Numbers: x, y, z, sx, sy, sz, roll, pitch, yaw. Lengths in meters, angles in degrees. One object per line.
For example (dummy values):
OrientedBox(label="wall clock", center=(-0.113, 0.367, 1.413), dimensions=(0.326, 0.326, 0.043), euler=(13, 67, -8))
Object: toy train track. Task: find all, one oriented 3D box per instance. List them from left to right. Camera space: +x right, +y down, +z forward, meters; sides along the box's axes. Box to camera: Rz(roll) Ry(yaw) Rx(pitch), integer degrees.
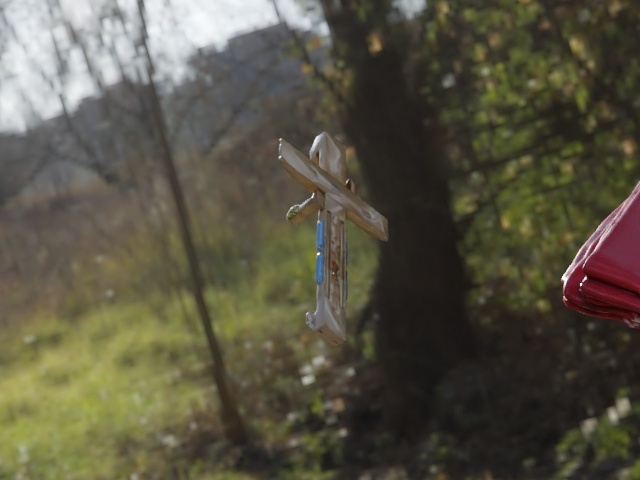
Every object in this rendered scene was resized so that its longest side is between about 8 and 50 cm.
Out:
OrientedBox(label="toy train track", center=(0.000, 0.000, 0.495), dimensions=(0.014, 0.048, 0.083), euler=(-35, 35, 29))

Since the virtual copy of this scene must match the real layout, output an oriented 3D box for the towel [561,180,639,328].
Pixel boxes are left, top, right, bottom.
OrientedBox(label="towel", center=(0.252, 0.019, 0.641), dimensions=(0.275, 0.031, 0.199), euler=(23, 40, 19))
